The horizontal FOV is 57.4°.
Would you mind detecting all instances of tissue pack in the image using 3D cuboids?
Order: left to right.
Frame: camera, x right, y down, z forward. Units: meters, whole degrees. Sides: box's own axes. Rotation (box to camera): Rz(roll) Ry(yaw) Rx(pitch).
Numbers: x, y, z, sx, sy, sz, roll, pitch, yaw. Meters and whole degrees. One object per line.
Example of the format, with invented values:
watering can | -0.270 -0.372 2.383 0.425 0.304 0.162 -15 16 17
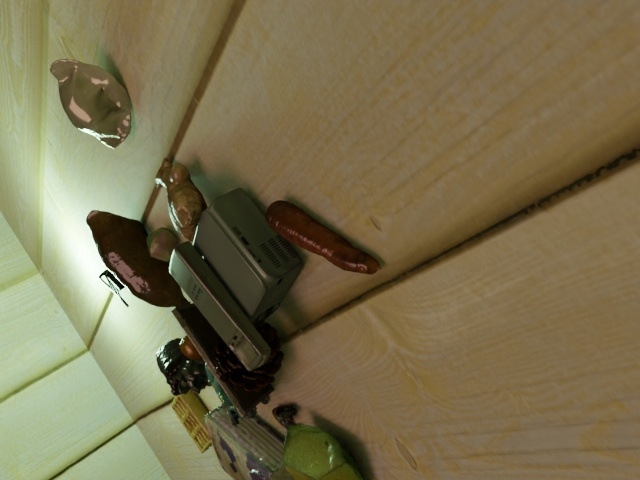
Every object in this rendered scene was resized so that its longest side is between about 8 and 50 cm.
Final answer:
tissue pack | -0.182 0.630 1.669 0.344 0.125 0.242 22 134 46

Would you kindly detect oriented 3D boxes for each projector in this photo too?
projector | -0.152 0.046 1.161 0.198 0.108 0.250 50 145 14

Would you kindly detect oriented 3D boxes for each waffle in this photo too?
waffle | -0.452 0.644 2.108 0.221 0.055 0.248 51 147 11

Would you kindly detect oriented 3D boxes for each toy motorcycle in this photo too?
toy motorcycle | -0.236 0.377 1.554 0.198 0.109 0.296 63 160 -6

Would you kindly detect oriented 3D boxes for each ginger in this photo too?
ginger | -0.291 -0.091 1.220 0.333 0.081 0.148 50 164 52

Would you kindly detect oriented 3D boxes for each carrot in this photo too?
carrot | 0.000 0.000 0.968 0.248 0.059 0.059 31 139 32

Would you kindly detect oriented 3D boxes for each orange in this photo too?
orange | -0.365 0.306 1.691 0.085 0.085 0.085 34 140 34

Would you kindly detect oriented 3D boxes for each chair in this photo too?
chair | -0.681 0.120 1.958 0.212 0.084 0.101 34 144 34

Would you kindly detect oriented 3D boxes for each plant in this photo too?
plant | -0.412 0.390 1.774 0.194 0.132 0.129 31 141 43

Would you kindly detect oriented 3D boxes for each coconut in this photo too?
coconut | -0.406 0.008 1.499 0.081 0.082 0.083 23 156 -7

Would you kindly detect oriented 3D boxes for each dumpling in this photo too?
dumpling | -0.512 -0.314 1.352 0.167 0.126 0.215 -2 108 24

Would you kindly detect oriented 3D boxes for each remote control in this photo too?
remote control | -0.202 0.135 1.170 0.285 0.038 0.123 48 147 11

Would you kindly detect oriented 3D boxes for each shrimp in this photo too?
shrimp | -0.075 0.448 1.467 0.091 0.034 0.161 43 153 1

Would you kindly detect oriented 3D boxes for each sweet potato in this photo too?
sweet potato | -0.501 0.064 1.606 0.369 0.158 0.158 50 147 15

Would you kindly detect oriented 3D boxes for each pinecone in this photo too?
pinecone | -0.157 0.250 1.294 0.174 0.174 0.173 34 140 34

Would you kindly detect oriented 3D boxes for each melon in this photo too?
melon | 0.031 0.579 1.345 0.196 0.124 0.323 13 132 50

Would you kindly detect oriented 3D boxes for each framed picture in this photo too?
framed picture | -0.228 0.270 1.405 0.289 0.020 0.211 54 -171 7
